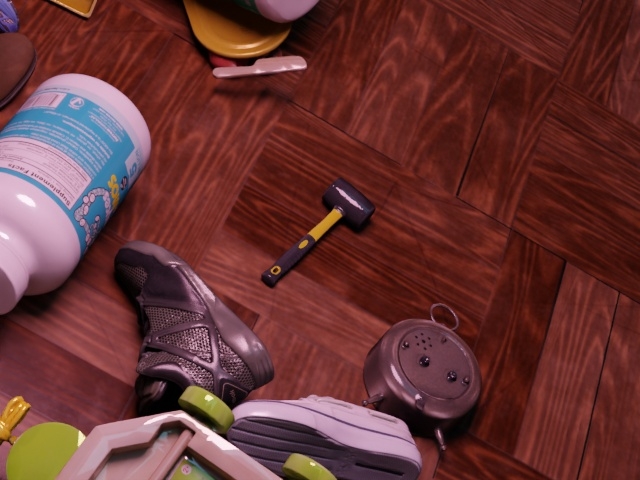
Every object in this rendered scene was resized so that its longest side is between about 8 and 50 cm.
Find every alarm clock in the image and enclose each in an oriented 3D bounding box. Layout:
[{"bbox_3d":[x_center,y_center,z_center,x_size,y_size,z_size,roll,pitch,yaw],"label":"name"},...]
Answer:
[{"bbox_3d":[0.123,0.138,1.629,0.129,0.064,0.192,30,43,-6],"label":"alarm clock"}]

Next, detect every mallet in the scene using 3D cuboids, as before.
[{"bbox_3d":[0.000,0.000,1.686,0.062,0.039,0.189,34,50,3],"label":"mallet"}]

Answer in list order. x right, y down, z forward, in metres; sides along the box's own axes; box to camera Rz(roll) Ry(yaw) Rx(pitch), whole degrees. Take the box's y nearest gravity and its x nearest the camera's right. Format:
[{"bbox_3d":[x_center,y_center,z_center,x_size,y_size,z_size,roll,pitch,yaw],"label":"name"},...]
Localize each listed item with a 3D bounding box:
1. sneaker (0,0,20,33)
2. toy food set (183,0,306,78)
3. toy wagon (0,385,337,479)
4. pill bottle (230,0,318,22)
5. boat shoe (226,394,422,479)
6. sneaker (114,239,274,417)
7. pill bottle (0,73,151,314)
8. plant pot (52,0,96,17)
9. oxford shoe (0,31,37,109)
[{"bbox_3d":[-0.445,-0.287,1.635,0.221,0.087,0.083,27,4,-25],"label":"sneaker"},{"bbox_3d":[-0.101,-0.266,1.821,0.128,0.071,0.218,-13,57,-9],"label":"toy food set"},{"bbox_3d":[-0.158,0.263,1.308,0.344,0.068,0.267,32,69,10],"label":"toy wagon"},{"bbox_3d":[-0.154,-0.426,1.764,0.361,0.204,0.204,28,43,20],"label":"pill bottle"},{"bbox_3d":[-0.001,0.202,1.506,0.226,0.083,0.076,22,32,-26],"label":"boat shoe"},{"bbox_3d":[-0.165,0.095,1.476,0.130,0.087,0.227,-33,62,-24],"label":"sneaker"},{"bbox_3d":[-0.290,-0.044,1.477,0.146,0.146,0.264,32,47,-4],"label":"pill bottle"},{"bbox_3d":[-0.295,-0.338,1.753,0.081,0.081,0.083,25,34,-10],"label":"plant pot"},{"bbox_3d":[-0.389,-0.183,1.566,0.083,0.096,0.227,42,45,9],"label":"oxford shoe"}]
